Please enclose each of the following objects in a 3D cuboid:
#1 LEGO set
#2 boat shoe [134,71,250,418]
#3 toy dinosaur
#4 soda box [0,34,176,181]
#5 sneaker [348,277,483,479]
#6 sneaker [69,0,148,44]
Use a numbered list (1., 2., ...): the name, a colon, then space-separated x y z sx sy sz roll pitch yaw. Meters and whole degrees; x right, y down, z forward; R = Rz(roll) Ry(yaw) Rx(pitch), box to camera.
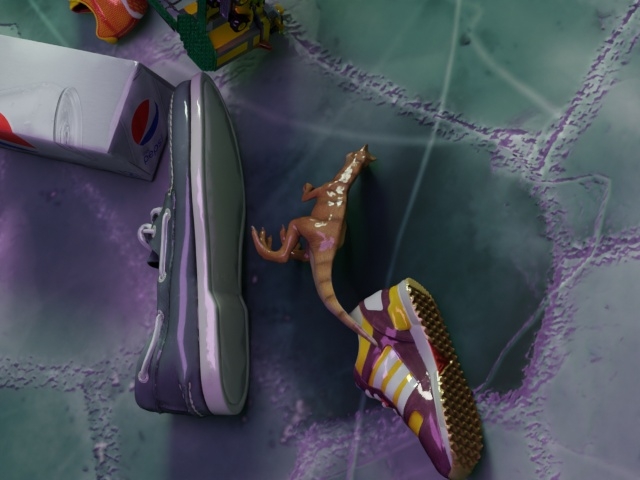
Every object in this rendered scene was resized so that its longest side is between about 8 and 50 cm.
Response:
1. LEGO set: -0.102 -0.339 1.671 0.192 0.255 0.331 -32 57 -24
2. boat shoe: -0.127 0.003 1.628 0.099 0.116 0.320 -8 76 17
3. toy dinosaur: 0.000 0.000 1.577 0.112 0.064 0.212 -17 51 35
4. soda box: -0.286 -0.139 1.754 0.286 0.091 0.098 14 80 27
5. sneaker: 0.076 0.128 1.532 0.084 0.069 0.186 -28 58 23
6. sneaker: -0.239 -0.270 1.793 0.067 0.064 0.175 -42 59 18
